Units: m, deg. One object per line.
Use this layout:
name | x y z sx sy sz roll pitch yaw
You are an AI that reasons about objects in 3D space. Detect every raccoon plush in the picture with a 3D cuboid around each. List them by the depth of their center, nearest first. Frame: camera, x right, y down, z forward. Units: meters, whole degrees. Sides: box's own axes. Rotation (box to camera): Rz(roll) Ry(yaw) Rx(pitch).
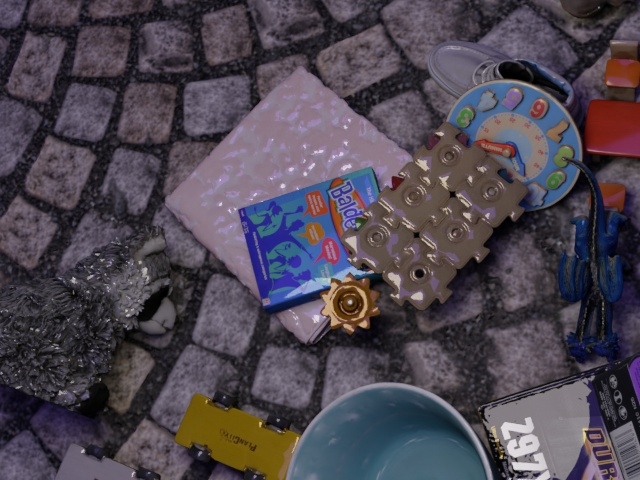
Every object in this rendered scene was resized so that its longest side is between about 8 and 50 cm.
raccoon plush | -0.410 0.065 1.832 0.216 0.446 0.299 7 73 51

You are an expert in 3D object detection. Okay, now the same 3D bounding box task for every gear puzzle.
gear puzzle | 0.133 0.006 1.791 0.175 0.044 0.339 41 80 9

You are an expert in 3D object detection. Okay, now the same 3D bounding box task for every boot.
boot | 0.267 -0.244 1.867 0.258 0.123 0.095 26 82 20

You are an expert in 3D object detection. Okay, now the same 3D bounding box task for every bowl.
bowl | 0.121 0.352 1.694 0.311 0.163 0.311 -7 75 30

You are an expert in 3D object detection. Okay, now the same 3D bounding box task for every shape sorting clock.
shape sorting clock | 0.273 -0.133 1.817 0.206 0.206 0.040 20 40 19

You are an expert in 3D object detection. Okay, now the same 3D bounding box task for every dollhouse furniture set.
dollhouse furniture set | 0.500 -0.148 1.772 0.259 0.135 0.262 6 76 16

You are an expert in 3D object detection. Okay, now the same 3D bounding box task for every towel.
towel | -0.023 -0.060 1.931 0.317 0.053 0.332 -46 70 -2

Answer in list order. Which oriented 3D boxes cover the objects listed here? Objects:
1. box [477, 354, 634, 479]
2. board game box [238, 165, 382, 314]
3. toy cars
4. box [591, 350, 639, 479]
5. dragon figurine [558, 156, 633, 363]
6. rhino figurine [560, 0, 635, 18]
box | 0.381 0.337 1.698 0.257 0.079 0.322 -19 71 11
board game box | 0.000 0.000 1.856 0.210 0.047 0.160 -18 72 6
toy cars | -0.201 0.332 1.853 0.394 0.087 0.176 -23 65 11
box | 0.510 0.210 1.604 0.270 0.143 0.165 -6 70 -20
dragon figurine | 0.371 0.035 1.719 0.085 0.289 0.144 2 37 20
rhino figurine | 0.387 -0.441 1.920 0.106 0.073 0.243 -19 69 6
